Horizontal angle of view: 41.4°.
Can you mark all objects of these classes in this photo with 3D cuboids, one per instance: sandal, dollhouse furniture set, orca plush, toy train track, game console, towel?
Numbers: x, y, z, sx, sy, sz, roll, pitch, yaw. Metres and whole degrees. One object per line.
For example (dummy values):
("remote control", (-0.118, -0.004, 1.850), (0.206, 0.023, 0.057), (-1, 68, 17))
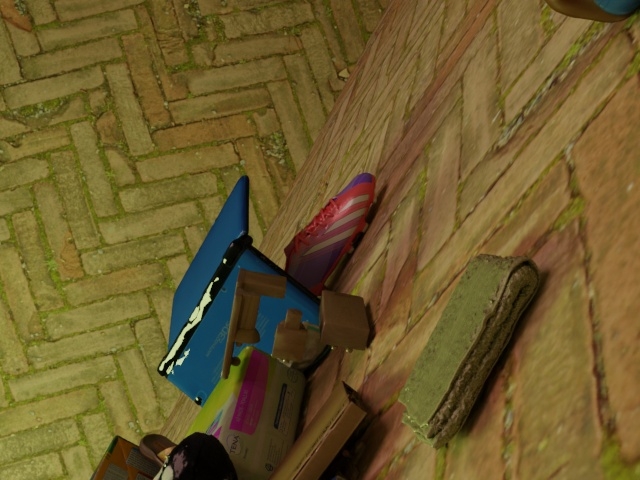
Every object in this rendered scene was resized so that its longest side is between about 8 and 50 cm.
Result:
("sandal", (-0.213, 0.326, 1.293), (0.180, 0.072, 0.049), (18, 101, 42))
("dollhouse furniture set", (-0.034, 0.123, 0.981), (0.144, 0.151, 0.123), (-94, 15, -75))
("orca plush", (-0.160, 0.341, 0.889), (0.287, 0.151, 0.102), (-59, 1, 25))
("toy train track", (0.014, 0.214, 0.747), (0.083, 0.014, 0.048), (-62, 8, 0))
("game console", (-0.116, 0.098, 1.280), (0.293, 0.250, 0.173), (-56, -7, 34))
("towel", (0.103, 0.077, 0.613), (0.148, 0.027, 0.110), (-63, 7, -3))

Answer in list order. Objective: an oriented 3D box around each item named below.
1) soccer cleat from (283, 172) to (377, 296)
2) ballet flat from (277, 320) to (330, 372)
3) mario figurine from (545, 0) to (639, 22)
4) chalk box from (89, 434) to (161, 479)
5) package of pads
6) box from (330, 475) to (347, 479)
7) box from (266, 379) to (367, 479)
("soccer cleat", (0.000, 0.000, 1.277), (0.248, 0.095, 0.083), (-61, 9, 6))
("ballet flat", (-0.039, 0.160, 1.128), (0.168, 0.052, 0.057), (-55, 10, 39))
("mario figurine", (0.221, -0.276, 0.534), (0.320, 0.170, 0.198), (119, 143, -76))
("chalk box", (-0.326, 0.493, 1.339), (0.289, 0.180, 0.179), (-56, 9, 26))
("package of pads", (-0.133, 0.301, 1.059), (0.296, 0.101, 0.229), (-57, 9, 25))
("box", (-0.038, 0.299, 0.700), (0.225, 0.036, 0.136), (-53, 11, 45))
("box", (-0.029, 0.222, 0.782), (0.201, 0.021, 0.164), (-53, -1, -3))
